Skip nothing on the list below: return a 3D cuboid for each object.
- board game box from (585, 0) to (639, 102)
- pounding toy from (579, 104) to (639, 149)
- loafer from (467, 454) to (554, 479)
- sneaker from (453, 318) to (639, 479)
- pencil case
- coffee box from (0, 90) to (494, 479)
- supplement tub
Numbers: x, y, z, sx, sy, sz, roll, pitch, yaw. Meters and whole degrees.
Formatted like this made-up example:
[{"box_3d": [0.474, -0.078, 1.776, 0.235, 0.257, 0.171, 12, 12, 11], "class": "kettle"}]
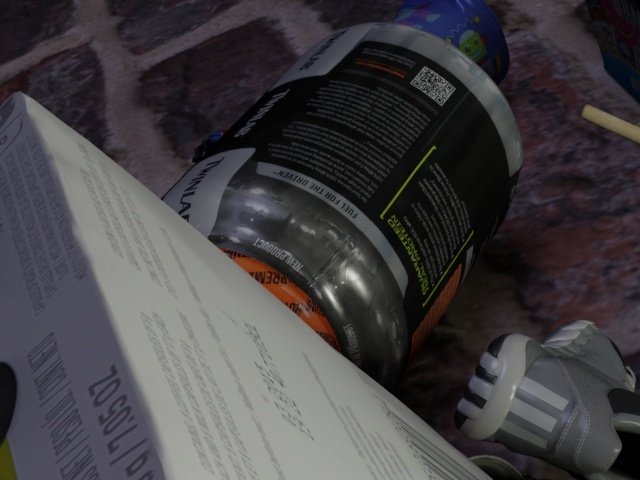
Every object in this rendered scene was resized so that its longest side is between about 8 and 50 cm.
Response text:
[{"box_3d": [0.273, -0.253, 1.334, 0.097, 0.303, 0.224, -23, 27, -1], "class": "board game box"}, {"box_3d": [0.278, -0.055, 1.153, 0.130, 0.141, 0.100, 9, 41, 45], "class": "pounding toy"}, {"box_3d": [0.089, 0.165, 0.928, 0.319, 0.111, 0.112, 12, 42, 47], "class": "loafer"}, {"box_3d": [0.173, 0.113, 0.970, 0.132, 0.086, 0.228, 27, 12, 22], "class": "sneaker"}, {"box_3d": [0.031, -0.113, 1.462, 0.306, 0.119, 0.133, -38, 21, -28], "class": "pencil case"}, {"box_3d": [-0.080, 0.214, 0.617, 0.334, 0.338, 0.337, -46, 27, 6], "class": "coffee box"}, {"box_3d": [0.000, 0.000, 1.170, 0.207, 0.207, 0.338, -4, 28, 31], "class": "supplement tub"}]
